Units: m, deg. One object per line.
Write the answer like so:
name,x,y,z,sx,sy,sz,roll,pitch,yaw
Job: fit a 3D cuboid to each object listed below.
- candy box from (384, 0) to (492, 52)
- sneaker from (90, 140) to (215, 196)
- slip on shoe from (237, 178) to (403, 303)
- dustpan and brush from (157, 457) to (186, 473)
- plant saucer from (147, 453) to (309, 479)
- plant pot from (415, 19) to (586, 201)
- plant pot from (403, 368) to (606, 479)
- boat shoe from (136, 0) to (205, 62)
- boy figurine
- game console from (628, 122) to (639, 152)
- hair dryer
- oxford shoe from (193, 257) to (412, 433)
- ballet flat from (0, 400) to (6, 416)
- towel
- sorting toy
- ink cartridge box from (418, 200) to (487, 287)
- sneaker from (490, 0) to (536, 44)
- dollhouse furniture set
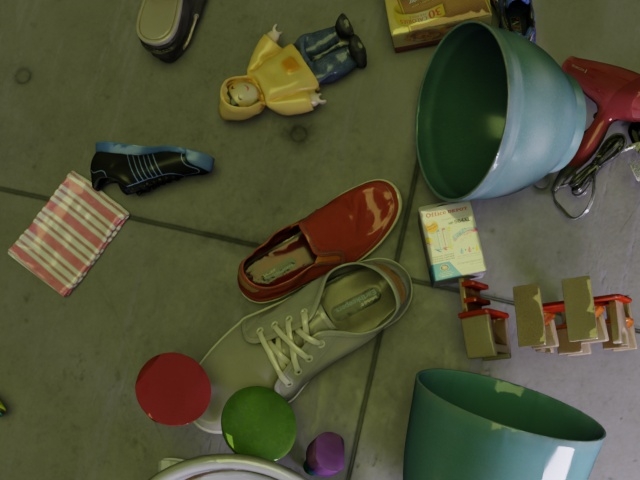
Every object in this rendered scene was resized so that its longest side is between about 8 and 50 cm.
candy box,0.197,-0.521,1.561,0.182,0.087,0.317,-10,78,9
sneaker,-0.306,-0.124,1.544,0.232,0.081,0.091,5,82,13
slip on shoe,0.000,0.000,1.478,0.331,0.101,0.123,-30,76,-2
dustpan and brush,-0.181,0.445,1.429,0.211,0.060,0.147,1,79,5
plant saucer,-0.133,0.510,1.357,0.400,0.100,0.401,1,102,5
plant pot,0.312,-0.205,1.418,0.196,0.293,0.293,3,78,-21
plant pot,0.257,0.356,1.302,0.292,0.293,0.235,16,96,8
boat shoe,-0.265,-0.497,1.613,0.112,0.095,0.335,13,76,10
boy figurine,-0.065,-0.310,1.549,0.285,0.092,0.177,-25,81,-3
game console,0.719,-0.231,1.485,0.361,0.044,0.213,-30,78,0
hair dryer,0.481,-0.200,1.465,0.223,0.080,0.294,-18,65,22
oxford shoe,-0.043,0.169,1.437,0.449,0.130,0.169,-33,83,1
ballet flat,-0.664,0.265,1.506,0.230,0.077,0.077,1,63,7
towel,-0.461,-0.014,1.559,0.144,0.029,0.197,35,84,10
sorting toy,-0.140,0.310,1.392,0.365,0.126,0.127,24,51,-11
ink cartridge box,0.222,-0.001,1.463,0.092,0.090,0.143,-12,79,3
sneaker,0.349,-0.436,1.535,0.083,0.087,0.221,-15,78,2
dollhouse furniture set,0.356,0.110,1.355,0.259,0.262,0.135,-12,75,30
